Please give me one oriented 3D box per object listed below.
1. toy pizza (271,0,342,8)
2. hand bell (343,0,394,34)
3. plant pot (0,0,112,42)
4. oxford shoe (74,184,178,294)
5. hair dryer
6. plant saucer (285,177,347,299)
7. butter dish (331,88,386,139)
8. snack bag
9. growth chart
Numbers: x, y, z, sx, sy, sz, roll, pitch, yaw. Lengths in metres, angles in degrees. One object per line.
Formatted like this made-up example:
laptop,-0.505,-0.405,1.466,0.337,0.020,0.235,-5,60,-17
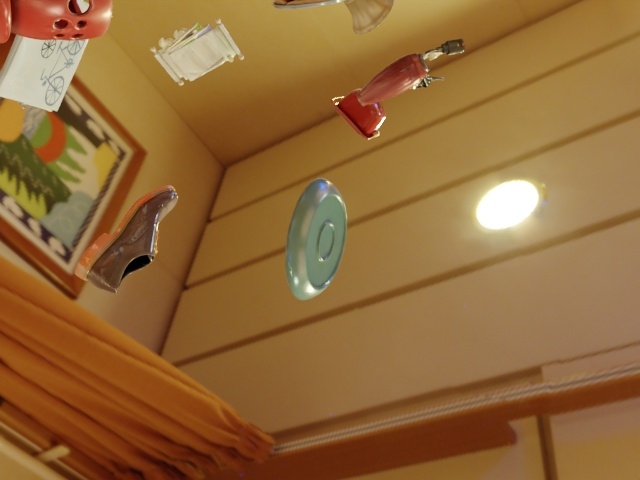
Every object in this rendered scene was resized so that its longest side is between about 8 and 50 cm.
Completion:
toy pizza,-0.013,-0.559,1.603,0.201,0.032,0.201,-7,-153,4
hand bell,0.052,-0.617,1.678,0.126,0.242,0.126,-31,-142,28
plant pot,-0.420,-0.387,1.037,0.174,0.191,0.191,-17,-160,-34
oxford shoe,-0.470,-0.002,1.852,0.364,0.132,0.130,-54,176,-35
hair dryer,0.228,-0.405,1.827,0.293,0.080,0.224,-20,165,-19
plant saucer,0.000,0.000,1.811,0.043,0.318,0.318,11,-125,24
butter dish,0.130,-0.376,2.007,0.118,0.160,0.160,-43,178,22
snack bag,-0.714,-0.496,1.853,0.323,0.037,0.342,-63,177,7
growth chart,-0.368,-0.562,2.109,0.237,0.172,0.021,-23,-139,5
